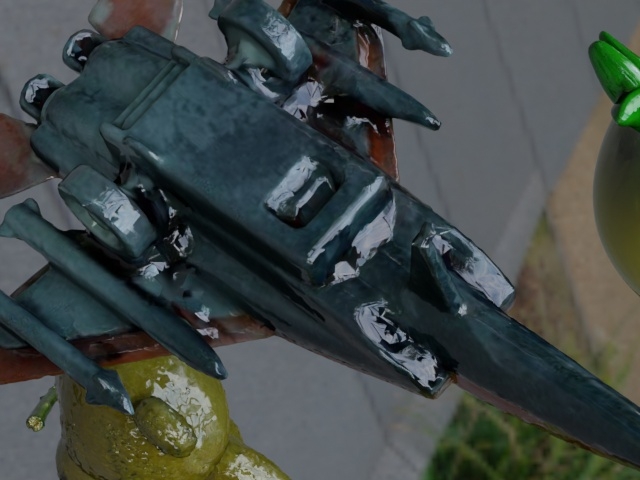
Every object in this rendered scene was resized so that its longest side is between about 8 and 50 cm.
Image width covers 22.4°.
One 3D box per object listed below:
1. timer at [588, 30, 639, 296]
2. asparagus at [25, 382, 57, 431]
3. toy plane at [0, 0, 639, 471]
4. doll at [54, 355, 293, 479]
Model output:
[{"bbox_3d":[0.299,-0.067,1.207,0.285,0.285,0.285,26,60,-56],"label":"timer"},{"bbox_3d":[-0.194,0.116,1.165,0.114,0.014,0.015,-71,152,-79],"label":"asparagus"},{"bbox_3d":[-0.003,-0.004,0.575,0.223,0.326,0.104,-49,140,-15],"label":"toy plane"},{"bbox_3d":[-0.080,0.116,0.838,0.097,0.137,0.209,-47,144,-15],"label":"doll"}]
